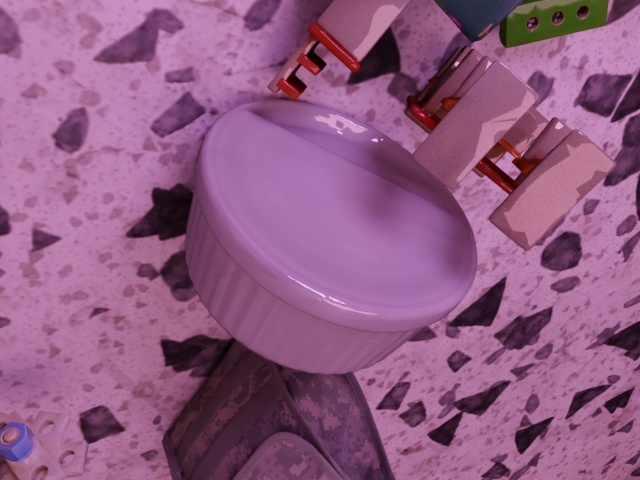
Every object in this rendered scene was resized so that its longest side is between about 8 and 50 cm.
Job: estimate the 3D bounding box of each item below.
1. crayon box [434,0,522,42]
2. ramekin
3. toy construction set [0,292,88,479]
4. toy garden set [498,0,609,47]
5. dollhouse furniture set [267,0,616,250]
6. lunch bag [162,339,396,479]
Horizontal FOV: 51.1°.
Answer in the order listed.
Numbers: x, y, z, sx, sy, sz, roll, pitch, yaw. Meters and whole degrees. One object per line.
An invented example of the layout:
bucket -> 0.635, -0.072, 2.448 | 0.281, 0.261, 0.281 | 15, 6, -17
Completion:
crayon box -> 0.168, -0.309, 0.506 | 0.278, 0.081, 0.165 | -42, 142, 21
ramekin -> 0.000, 0.000, 0.625 | 0.272, 0.273, 0.127 | 4, 136, -30
toy construction set -> -0.352, 0.116, 0.615 | 0.215, 0.151, 0.328 | -21, 122, -12
toy garden set -> 0.263, -0.325, 0.628 | 0.203, 0.049, 0.244 | -13, 130, -2
dollhouse furniture set -> 0.098, -0.113, 0.605 | 0.259, 0.262, 0.135 | 38, 108, -8
lunch bag -> -0.049, 0.276, 0.793 | 0.169, 0.287, 0.235 | 20, 115, -38
